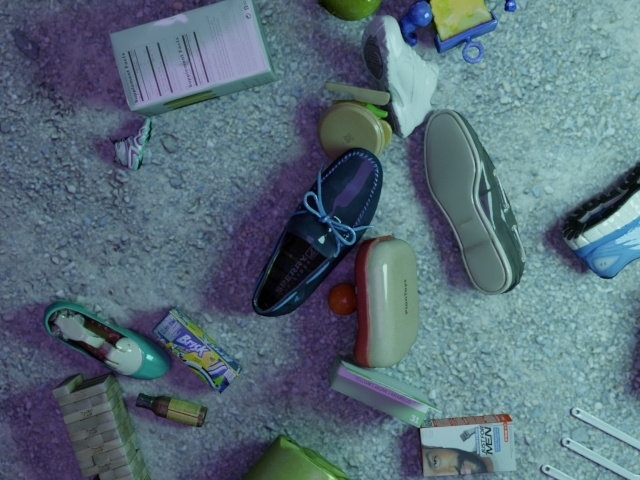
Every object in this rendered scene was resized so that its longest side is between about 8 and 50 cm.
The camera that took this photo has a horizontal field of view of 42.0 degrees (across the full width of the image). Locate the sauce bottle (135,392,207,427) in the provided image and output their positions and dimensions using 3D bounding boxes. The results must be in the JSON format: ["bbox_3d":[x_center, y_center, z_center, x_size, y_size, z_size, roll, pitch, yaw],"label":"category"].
[{"bbox_3d":[-0.271,0.305,1.519,0.128,0.042,0.042,18,95,1],"label":"sauce bottle"}]

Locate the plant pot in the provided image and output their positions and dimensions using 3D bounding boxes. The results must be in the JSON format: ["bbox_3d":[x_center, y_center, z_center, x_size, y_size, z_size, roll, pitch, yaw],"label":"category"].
[{"bbox_3d":[-0.063,0.489,1.437,0.276,0.276,0.254,34,83,-1],"label":"plant pot"}]

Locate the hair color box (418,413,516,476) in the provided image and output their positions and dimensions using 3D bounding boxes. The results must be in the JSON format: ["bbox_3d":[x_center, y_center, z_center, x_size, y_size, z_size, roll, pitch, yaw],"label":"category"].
[{"bbox_3d":[0.263,0.370,1.506,0.167,0.053,0.093,-5,95,3],"label":"hair color box"}]

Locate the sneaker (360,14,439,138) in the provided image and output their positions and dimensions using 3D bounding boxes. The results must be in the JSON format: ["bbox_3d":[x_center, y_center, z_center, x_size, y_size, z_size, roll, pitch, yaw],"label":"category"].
[{"bbox_3d":[0.143,-0.292,1.413,0.115,0.090,0.232,-32,137,-11],"label":"sneaker"}]

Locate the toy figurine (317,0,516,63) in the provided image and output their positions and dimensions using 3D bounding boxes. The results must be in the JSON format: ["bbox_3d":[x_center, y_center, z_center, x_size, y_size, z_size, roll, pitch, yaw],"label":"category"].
[{"bbox_3d":[0.199,-0.387,1.389,0.362,0.191,0.217,-23,98,4],"label":"toy figurine"}]

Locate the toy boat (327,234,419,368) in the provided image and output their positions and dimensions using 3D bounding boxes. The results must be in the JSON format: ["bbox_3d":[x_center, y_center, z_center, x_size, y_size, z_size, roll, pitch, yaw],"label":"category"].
[{"bbox_3d":[0.082,0.108,1.463,0.151,0.151,0.231,0,94,32],"label":"toy boat"}]

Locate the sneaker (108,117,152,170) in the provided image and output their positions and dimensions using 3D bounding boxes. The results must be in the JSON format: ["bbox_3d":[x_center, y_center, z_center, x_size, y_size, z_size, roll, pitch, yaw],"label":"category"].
[{"bbox_3d":[-0.343,-0.179,1.485,0.069,0.038,0.098,19,94,-1],"label":"sneaker"}]

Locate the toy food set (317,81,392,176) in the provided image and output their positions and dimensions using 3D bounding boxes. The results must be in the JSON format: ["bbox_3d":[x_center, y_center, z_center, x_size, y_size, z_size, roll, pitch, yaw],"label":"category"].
[{"bbox_3d":[0.059,-0.184,1.450,0.132,0.038,0.192,15,124,14],"label":"toy food set"}]

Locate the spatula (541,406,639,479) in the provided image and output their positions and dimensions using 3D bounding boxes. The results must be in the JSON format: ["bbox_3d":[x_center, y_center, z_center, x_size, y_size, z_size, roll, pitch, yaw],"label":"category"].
[{"bbox_3d":[0.536,0.419,1.520,0.242,0.019,0.168,27,95,-1],"label":"spatula"}]

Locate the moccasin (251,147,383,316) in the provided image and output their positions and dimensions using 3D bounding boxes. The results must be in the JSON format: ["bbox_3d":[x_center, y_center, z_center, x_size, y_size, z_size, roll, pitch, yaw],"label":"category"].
[{"bbox_3d":[0.000,0.000,1.427,0.137,0.117,0.342,31,102,9],"label":"moccasin"}]

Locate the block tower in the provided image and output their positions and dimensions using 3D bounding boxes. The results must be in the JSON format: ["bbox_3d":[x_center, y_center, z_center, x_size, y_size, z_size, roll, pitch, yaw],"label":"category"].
[{"bbox_3d":[-0.375,0.401,1.505,0.097,0.091,0.335,-19,94,2],"label":"block tower"}]

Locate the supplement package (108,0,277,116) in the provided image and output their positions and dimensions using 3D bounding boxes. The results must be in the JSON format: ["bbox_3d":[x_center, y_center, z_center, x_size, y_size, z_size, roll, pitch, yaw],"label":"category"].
[{"bbox_3d":[-0.212,-0.310,1.422,0.244,0.139,0.134,-15,93,4],"label":"supplement package"}]

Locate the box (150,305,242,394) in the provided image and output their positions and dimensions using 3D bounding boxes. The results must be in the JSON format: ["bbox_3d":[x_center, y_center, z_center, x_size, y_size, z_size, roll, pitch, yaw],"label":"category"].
[{"bbox_3d":[-0.221,0.197,1.500,0.169,0.059,0.054,44,95,-2],"label":"box"}]

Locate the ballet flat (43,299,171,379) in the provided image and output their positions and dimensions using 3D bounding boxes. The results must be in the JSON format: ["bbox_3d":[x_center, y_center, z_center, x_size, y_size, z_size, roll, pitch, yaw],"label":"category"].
[{"bbox_3d":[-0.388,0.187,1.490,0.247,0.087,0.083,28,94,-1],"label":"ballet flat"}]

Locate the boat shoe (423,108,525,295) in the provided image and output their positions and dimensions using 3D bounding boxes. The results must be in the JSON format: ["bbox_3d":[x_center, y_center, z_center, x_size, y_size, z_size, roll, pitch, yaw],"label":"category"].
[{"bbox_3d":[0.271,-0.069,1.464,0.112,0.095,0.335,-18,90,38],"label":"boat shoe"}]

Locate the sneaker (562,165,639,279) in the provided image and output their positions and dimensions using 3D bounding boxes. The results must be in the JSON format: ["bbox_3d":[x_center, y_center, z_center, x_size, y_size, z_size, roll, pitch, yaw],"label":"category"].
[{"bbox_3d":[0.589,-0.051,1.445,0.330,0.130,0.147,-34,107,7],"label":"sneaker"}]

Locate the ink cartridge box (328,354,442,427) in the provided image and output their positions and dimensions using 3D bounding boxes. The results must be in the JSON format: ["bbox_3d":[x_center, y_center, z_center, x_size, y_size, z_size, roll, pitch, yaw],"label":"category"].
[{"bbox_3d":[0.102,0.259,1.409,0.171,0.235,0.056,24,90,-1],"label":"ink cartridge box"}]
